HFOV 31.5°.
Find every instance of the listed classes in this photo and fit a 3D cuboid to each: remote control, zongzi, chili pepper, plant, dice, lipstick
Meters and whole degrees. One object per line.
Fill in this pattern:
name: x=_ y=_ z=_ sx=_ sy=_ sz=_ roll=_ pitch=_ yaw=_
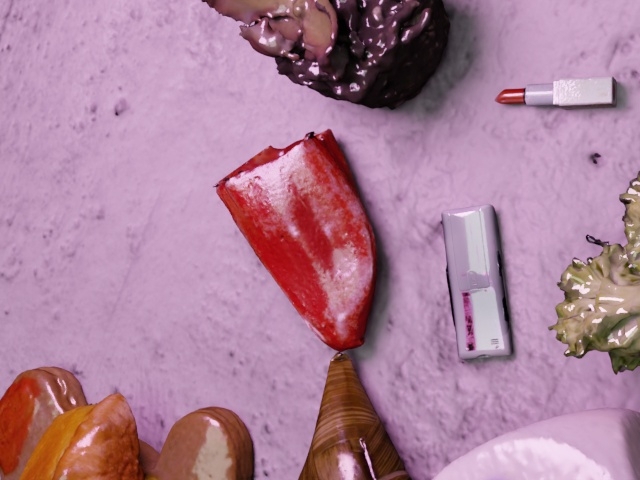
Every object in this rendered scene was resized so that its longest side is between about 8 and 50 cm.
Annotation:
remote control: x=0.168 y=0.046 z=1.245 sx=0.065 sy=0.029 sz=0.166 roll=-8 pitch=85 yaw=22
zongzi: x=-0.010 y=0.307 z=1.270 sx=0.286 sy=0.134 sz=0.288 roll=-37 pitch=61 yaw=22
chili pepper: x=0.000 y=0.000 z=1.291 sx=0.144 sy=0.136 sz=0.252 roll=-28 pitch=86 yaw=-25
plant: x=0.030 y=-0.239 z=1.215 sx=0.204 sy=0.234 sz=0.178 roll=29 pitch=94 yaw=28
dice: x=0.250 y=0.316 z=1.042 sx=0.243 sy=0.259 sz=0.251 roll=-36 pitch=54 yaw=22
lipstick: x=0.249 y=-0.157 z=1.217 sx=0.129 sy=0.030 sz=0.030 roll=0 pitch=88 yaw=23

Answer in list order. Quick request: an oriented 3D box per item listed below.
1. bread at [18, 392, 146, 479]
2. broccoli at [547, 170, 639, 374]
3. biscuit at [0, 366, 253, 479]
bread: x=-0.275 y=0.311 z=1.294 sx=0.129 sy=0.134 sz=0.260 roll=-13 pitch=81 yaw=26
broccoli: x=0.414 y=0.028 z=0.959 sx=0.275 sy=0.397 sz=0.353 roll=31 pitch=96 yaw=-3
biscuit: x=-0.267 y=0.343 z=1.399 sx=0.394 sy=0.076 sz=0.368 roll=21 pitch=97 yaw=23
